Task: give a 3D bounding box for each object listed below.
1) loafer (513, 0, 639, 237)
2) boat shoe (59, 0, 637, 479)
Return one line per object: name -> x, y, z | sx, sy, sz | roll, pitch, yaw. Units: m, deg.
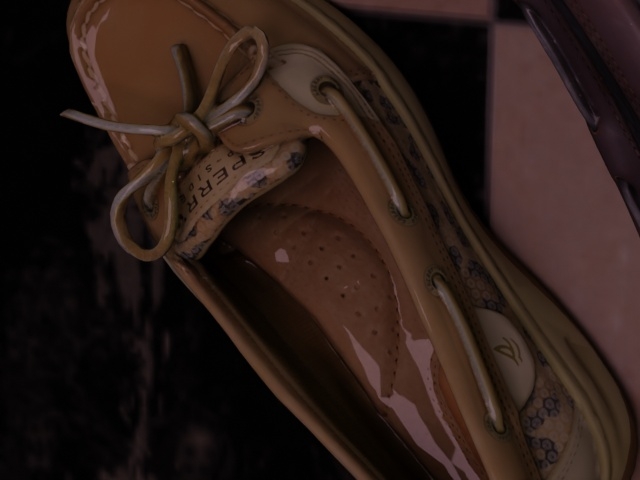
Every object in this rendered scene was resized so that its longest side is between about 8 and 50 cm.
loafer -> 0.077, -0.097, 0.639 | 0.095, 0.109, 0.302 | -37, 88, 35
boat shoe -> 0.000, 0.000, 0.712 | 0.285, 0.089, 0.104 | 47, 120, 10
